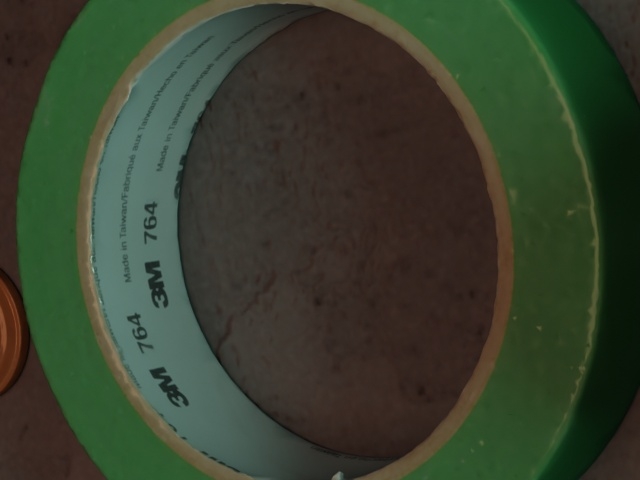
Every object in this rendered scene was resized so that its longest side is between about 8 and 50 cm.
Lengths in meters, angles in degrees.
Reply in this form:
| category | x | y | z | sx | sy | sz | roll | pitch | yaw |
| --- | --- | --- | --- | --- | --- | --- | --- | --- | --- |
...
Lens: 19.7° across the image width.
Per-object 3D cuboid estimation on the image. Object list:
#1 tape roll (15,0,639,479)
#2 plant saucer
| category | x | y | z | sx | sy | sz | roll | pitch | yaw |
| --- | --- | --- | --- | --- | --- | --- | --- | --- | --- |
| tape roll | 0.000 | 0.000 | 0.873 | 0.321 | 0.077 | 0.321 | 4 | 98 | 31 |
| plant saucer | -0.200 | 0.051 | 1.040 | 0.083 | 0.013 | 0.083 | 4 | 97 | 32 |
